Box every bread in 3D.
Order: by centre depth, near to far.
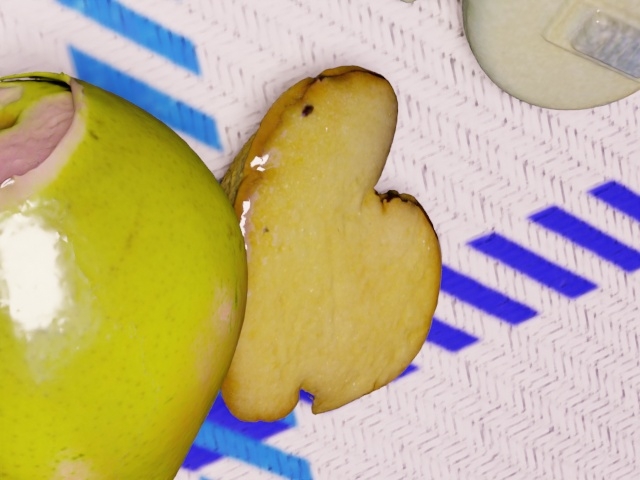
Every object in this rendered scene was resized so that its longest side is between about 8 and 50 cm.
[{"bbox_3d":[0.000,0.000,0.873,0.149,0.065,0.187,2,101,-38],"label":"bread"}]

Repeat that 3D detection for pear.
[{"bbox_3d":[-0.118,0.035,0.760,0.187,0.187,0.219,-35,131,-13],"label":"pear"}]

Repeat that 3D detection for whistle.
[{"bbox_3d":[0.095,-0.142,0.858,0.258,0.067,0.126,22,122,-22],"label":"whistle"}]
